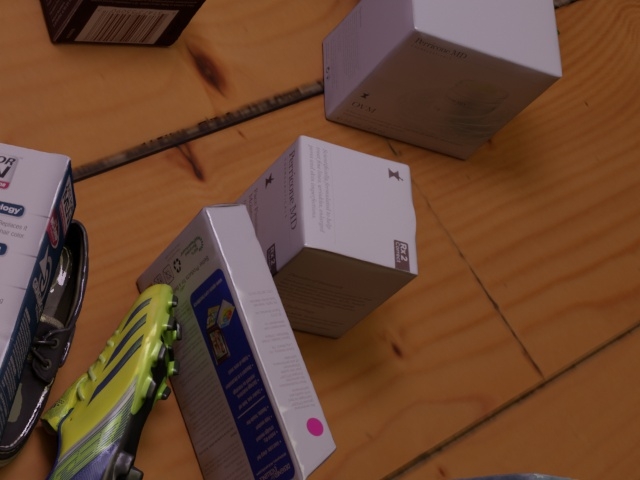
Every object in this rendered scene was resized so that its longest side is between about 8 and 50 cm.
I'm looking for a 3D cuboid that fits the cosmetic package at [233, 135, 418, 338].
[{"bbox_3d":[0.000,0.000,1.801,0.151,0.183,0.151,14,55,-26],"label":"cosmetic package"}]

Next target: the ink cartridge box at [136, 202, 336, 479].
[{"bbox_3d":[-0.083,0.163,1.651,0.069,0.176,0.371,-4,65,-36],"label":"ink cartridge box"}]

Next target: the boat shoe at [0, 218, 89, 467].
[{"bbox_3d":[-0.305,0.095,1.602,0.103,0.092,0.285,28,51,-17],"label":"boat shoe"}]

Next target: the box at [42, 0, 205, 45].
[{"bbox_3d":[-0.242,-0.362,1.875,0.168,0.167,0.203,-4,65,-35],"label":"box"}]

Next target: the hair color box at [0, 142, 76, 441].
[{"bbox_3d":[-0.365,0.071,1.500,0.174,0.105,0.347,12,63,2],"label":"hair color box"}]

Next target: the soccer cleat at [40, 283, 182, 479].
[{"bbox_3d":[-0.223,0.162,1.601,0.121,0.093,0.289,10,59,11],"label":"soccer cleat"}]

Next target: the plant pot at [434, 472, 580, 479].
[{"bbox_3d":[0.247,0.398,1.692,0.247,0.248,0.252,13,74,-27],"label":"plant pot"}]

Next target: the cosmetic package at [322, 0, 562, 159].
[{"bbox_3d":[0.154,-0.236,2.021,0.224,0.224,0.138,14,56,-26],"label":"cosmetic package"}]

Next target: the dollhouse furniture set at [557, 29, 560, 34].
[{"bbox_3d":[0.277,-0.272,2.235,0.151,0.058,0.076,-28,79,-41],"label":"dollhouse furniture set"}]
